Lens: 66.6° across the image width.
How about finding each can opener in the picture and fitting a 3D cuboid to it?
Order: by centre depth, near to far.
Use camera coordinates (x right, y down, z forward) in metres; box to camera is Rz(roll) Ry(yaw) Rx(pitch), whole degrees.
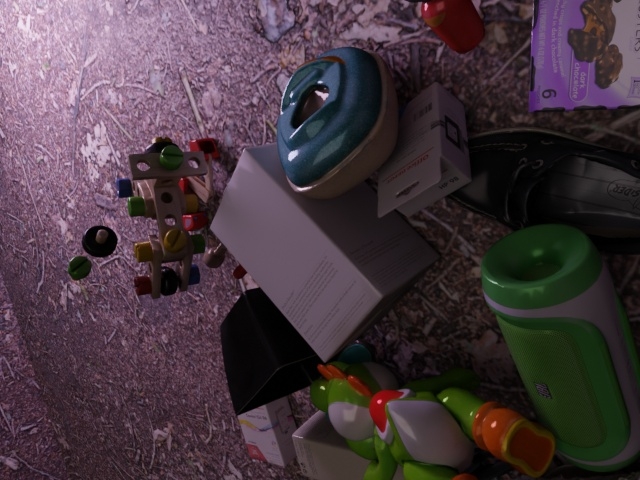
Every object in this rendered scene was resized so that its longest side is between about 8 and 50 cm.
[{"bbox_3d":[0.273,0.332,0.743,0.186,0.073,0.059,-41,70,31],"label":"can opener"}]

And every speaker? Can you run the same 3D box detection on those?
[{"bbox_3d":[0.285,0.130,0.559,0.131,0.131,0.296,-8,122,40],"label":"speaker"}]

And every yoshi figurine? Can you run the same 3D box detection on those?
[{"bbox_3d":[0.133,0.276,0.693,0.362,0.203,0.203,9,104,54],"label":"yoshi figurine"}]

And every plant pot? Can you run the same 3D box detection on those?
[{"bbox_3d":[-0.080,0.183,0.903,0.167,0.187,0.188,57,132,25],"label":"plant pot"}]

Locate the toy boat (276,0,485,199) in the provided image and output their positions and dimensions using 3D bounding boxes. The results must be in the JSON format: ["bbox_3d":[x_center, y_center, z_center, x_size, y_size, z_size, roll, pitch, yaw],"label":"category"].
[{"bbox_3d":[0.050,-0.218,0.630,0.318,0.148,0.267,-40,35,23],"label":"toy boat"}]

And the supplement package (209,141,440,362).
[{"bbox_3d":[0.000,0.000,0.764,0.293,0.175,0.177,47,131,16],"label":"supplement package"}]

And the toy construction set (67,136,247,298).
[{"bbox_3d":[-0.235,-0.037,0.860,0.237,0.308,0.257,-39,38,51],"label":"toy construction set"}]

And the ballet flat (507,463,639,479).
[{"bbox_3d":[0.380,0.322,0.596,0.409,0.147,0.147,-35,82,46],"label":"ballet flat"}]

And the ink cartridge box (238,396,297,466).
[{"bbox_3d":[-0.124,0.383,1.073,0.115,0.067,0.198,-10,99,41],"label":"ink cartridge box"}]

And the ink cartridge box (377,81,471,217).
[{"bbox_3d":[0.131,-0.104,0.626,0.060,0.180,0.104,31,138,-28],"label":"ink cartridge box"}]

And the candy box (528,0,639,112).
[{"bbox_3d":[0.325,-0.219,0.494,0.196,0.070,0.165,8,110,37],"label":"candy box"}]

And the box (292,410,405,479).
[{"bbox_3d":[0.089,0.384,0.874,0.275,0.113,0.094,-4,104,41],"label":"box"}]

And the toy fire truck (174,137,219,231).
[{"bbox_3d":[-0.262,-0.112,1.021,0.135,0.047,0.192,2,108,37],"label":"toy fire truck"}]

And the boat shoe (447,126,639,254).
[{"bbox_3d":[0.274,-0.053,0.565,0.340,0.113,0.127,22,119,31],"label":"boat shoe"}]

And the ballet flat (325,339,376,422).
[{"bbox_3d":[0.059,0.244,0.874,0.074,0.074,0.203,32,123,26],"label":"ballet flat"}]
